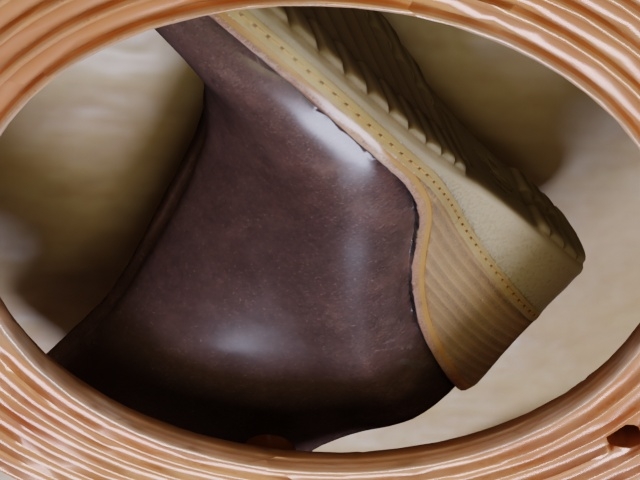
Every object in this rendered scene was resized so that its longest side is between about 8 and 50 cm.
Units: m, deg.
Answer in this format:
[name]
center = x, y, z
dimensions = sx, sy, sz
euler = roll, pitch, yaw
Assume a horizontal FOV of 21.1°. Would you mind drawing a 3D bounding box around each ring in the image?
[ring]
center = 0.000, 0.000, 0.550
dimensions = 0.337, 0.032, 0.336
euler = 2, 139, 2

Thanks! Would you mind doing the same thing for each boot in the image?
[boot]
center = -0.040, 0.009, 0.623
dimensions = 0.207, 0.090, 0.248
euler = -35, 132, 17
